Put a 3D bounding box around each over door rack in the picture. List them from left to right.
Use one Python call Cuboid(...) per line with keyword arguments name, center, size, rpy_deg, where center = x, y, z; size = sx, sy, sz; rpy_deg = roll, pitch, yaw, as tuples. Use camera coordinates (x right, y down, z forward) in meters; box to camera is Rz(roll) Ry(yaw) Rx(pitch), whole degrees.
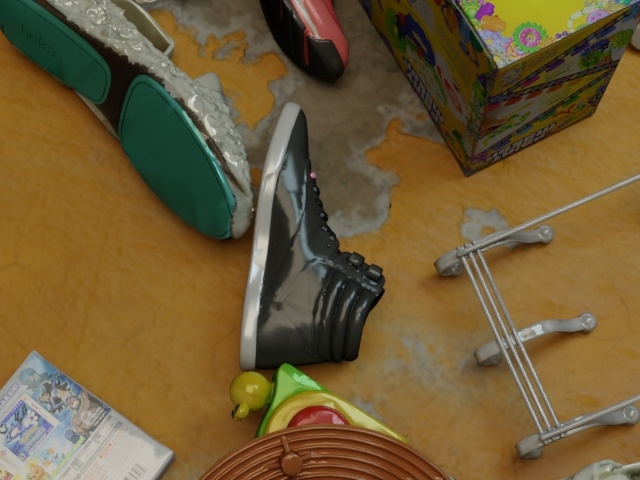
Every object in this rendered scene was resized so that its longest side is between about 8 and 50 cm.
Cuboid(name="over door rack", center=(0.313, 0.061, 1.409), size=(0.324, 0.108, 0.239), rpy_deg=(-27, 72, 12))

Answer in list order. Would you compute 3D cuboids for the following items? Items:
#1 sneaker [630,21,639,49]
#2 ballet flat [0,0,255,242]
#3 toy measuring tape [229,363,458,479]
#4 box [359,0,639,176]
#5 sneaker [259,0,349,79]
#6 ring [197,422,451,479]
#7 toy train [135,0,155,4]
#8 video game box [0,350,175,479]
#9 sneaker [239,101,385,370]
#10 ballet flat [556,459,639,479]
Cuboid(name="sneaker", center=(0.443, -0.264, 1.563), size=(0.215, 0.084, 0.083), rpy_deg=(2, 57, -4))
Cuboid(name="ballet flat", center=(-0.189, -0.178, 1.492), size=(0.147, 0.147, 0.409), rpy_deg=(-42, 76, -14))
Cuboid(name="toy measuring tape", center=(0.042, 0.243, 1.361), size=(0.330, 0.121, 0.121), rpy_deg=(33, 73, -1))
Cuboid(name="box", center=(0.173, -0.271, 1.448), size=(0.177, 0.279, 0.290), rpy_deg=(-26, 74, -10))
Cuboid(name="sneaker", center=(-0.018, -0.335, 1.554), size=(0.136, 0.116, 0.314), rpy_deg=(-22, 72, -10))
Cuboid(name="ring", center=(0.004, 0.344, 1.286), size=(0.337, 0.032, 0.336), rpy_deg=(0, 91, -9))
Cuboid(name="toy train", center=(-0.192, -0.345, 1.592), size=(0.125, 0.046, 0.166), rpy_deg=(-18, 69, -6))
Cuboid(name="video game box", center=(-0.283, 0.248, 1.377), size=(0.187, 0.048, 0.205), rpy_deg=(36, 74, 7))
Cuboid(name="sneaker", center=(0.000, 0.000, 1.446), size=(0.147, 0.104, 0.295), rpy_deg=(6, 76, -1))
Cuboid(name="ballet flat", center=(0.301, 0.239, 1.211), size=(0.400, 0.139, 0.139), rpy_deg=(-13, 71, -8))
